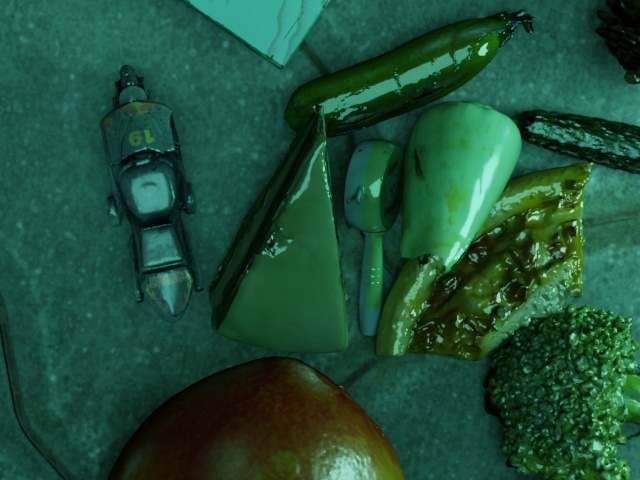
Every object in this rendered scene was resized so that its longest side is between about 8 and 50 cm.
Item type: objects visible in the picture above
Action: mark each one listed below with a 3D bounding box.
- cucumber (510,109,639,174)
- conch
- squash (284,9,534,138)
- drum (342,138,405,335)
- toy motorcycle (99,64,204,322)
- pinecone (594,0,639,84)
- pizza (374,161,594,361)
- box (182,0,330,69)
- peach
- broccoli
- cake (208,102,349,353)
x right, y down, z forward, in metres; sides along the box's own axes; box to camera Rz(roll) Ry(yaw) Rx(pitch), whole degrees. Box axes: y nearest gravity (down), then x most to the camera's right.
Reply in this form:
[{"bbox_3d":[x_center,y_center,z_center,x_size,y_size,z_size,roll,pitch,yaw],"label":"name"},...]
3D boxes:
[{"bbox_3d":[0.378,-0.122,1.929,0.293,0.067,0.067,10,96,-4],"label":"cucumber"},{"bbox_3d":[0.156,-0.064,1.857,0.143,0.137,0.251,11,72,34],"label":"conch"},{"bbox_3d":[0.111,-0.207,1.877,0.331,0.087,0.087,-24,99,-1],"label":"squash"},{"bbox_3d":[0.072,-0.013,1.914,0.049,0.130,0.253,9,128,18],"label":"drum"},{"bbox_3d":[-0.207,-0.060,1.817,0.108,0.173,0.307,-11,97,-6],"label":"toy motorcycle"},{"bbox_3d":[0.446,-0.261,1.850,0.207,0.208,0.208,-1,98,-6],"label":"pinecone"},{"bbox_3d":[0.218,0.039,1.910,0.365,0.074,0.182,-36,76,3],"label":"pizza"},{"bbox_3d":[-0.095,-0.339,1.858,0.226,0.042,0.161,34,94,-9],"label":"box"},{"bbox_3d":[-0.077,0.325,1.799,0.388,0.388,0.388,-1,98,-6],"label":"peach"},{"bbox_3d":[0.353,0.210,1.910,0.273,0.180,0.242,13,95,-8],"label":"broccoli"},{"bbox_3d":[0.001,-0.005,1.827,0.172,0.158,0.284,23,109,-15],"label":"cake"}]
